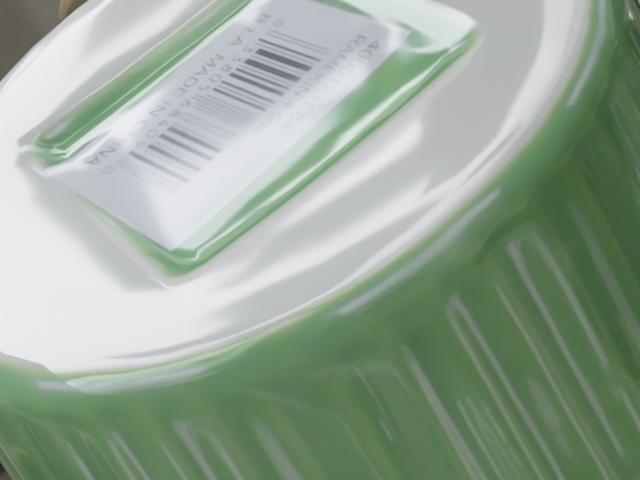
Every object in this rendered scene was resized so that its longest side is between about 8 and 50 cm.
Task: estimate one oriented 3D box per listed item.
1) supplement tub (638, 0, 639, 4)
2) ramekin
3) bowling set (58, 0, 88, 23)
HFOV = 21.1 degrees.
[{"bbox_3d":[0.093,-0.173,1.077,0.325,0.235,0.235,-15,-12,-20],"label":"supplement tub"},{"bbox_3d":[0.000,0.000,0.630,0.303,0.148,0.303,-19,38,16],"label":"ramekin"},{"bbox_3d":[-0.092,-0.094,1.250,0.154,0.200,0.287,-52,-14,-22],"label":"bowling set"}]
